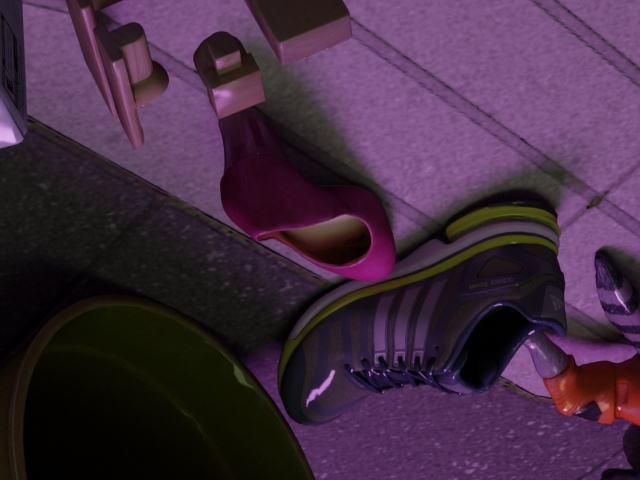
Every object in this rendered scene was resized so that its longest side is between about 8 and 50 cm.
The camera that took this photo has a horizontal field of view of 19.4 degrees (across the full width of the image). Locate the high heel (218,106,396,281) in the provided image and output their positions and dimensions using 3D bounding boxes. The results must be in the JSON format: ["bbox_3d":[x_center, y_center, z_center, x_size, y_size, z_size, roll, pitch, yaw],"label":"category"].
[{"bbox_3d":[0.000,0.000,1.442,0.082,0.117,0.244,-23,142,13],"label":"high heel"}]

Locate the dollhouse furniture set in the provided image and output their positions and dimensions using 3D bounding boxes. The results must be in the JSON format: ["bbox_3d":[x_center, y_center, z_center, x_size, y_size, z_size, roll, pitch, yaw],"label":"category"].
[{"bbox_3d":[-0.074,-0.133,1.246,0.151,0.144,0.123,-24,150,-10],"label":"dollhouse furniture set"}]

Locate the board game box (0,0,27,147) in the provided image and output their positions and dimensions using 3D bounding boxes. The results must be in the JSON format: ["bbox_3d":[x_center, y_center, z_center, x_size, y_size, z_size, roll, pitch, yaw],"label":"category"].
[{"bbox_3d":[-0.256,-0.214,0.996,0.097,0.224,0.303,-14,143,6],"label":"board game box"}]

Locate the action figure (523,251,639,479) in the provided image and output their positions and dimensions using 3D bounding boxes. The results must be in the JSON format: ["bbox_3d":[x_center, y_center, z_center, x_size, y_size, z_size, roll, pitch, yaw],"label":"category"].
[{"bbox_3d":[0.364,0.135,1.691,0.341,0.179,0.330,-10,157,40],"label":"action figure"}]

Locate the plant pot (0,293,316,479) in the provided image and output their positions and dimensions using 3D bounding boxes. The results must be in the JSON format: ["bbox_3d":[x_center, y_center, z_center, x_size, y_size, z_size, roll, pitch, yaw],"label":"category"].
[{"bbox_3d":[-0.237,0.283,1.561,0.353,0.367,0.366,-30,141,29],"label":"plant pot"}]

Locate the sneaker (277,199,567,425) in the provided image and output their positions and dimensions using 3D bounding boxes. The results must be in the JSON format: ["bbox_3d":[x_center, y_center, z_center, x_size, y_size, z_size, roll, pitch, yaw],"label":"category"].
[{"bbox_3d":[0.082,0.084,1.574,0.300,0.121,0.111,-36,137,28],"label":"sneaker"}]
